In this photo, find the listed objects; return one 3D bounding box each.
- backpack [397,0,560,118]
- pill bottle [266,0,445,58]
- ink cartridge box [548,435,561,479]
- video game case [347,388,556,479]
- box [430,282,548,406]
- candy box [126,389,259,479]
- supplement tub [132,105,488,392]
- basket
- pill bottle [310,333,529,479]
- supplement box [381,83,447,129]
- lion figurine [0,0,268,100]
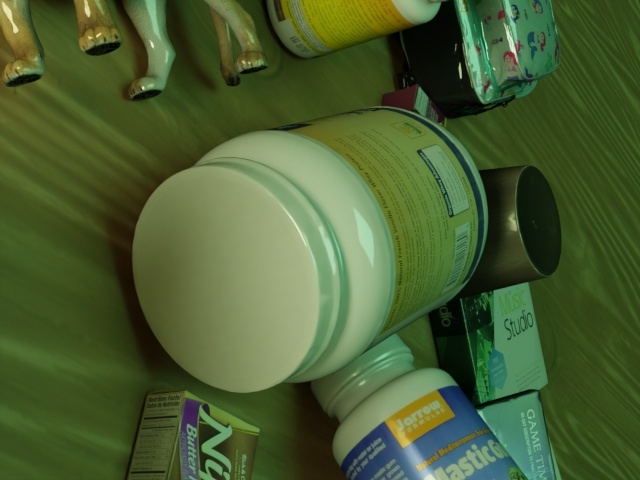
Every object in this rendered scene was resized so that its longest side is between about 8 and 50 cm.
[{"bbox_3d":[0.229,-0.295,1.389,0.253,0.191,0.225,-18,95,-61],"label":"backpack"},{"bbox_3d":[0.053,-0.284,1.093,0.117,0.215,0.117,19,66,-52],"label":"pill bottle"},{"bbox_3d":[0.261,0.397,1.313,0.189,0.097,0.255,-32,107,-54],"label":"ink cartridge box"},{"bbox_3d":[0.164,0.301,1.151,0.274,0.026,0.196,-11,90,-28],"label":"video game case"},{"bbox_3d":[0.229,0.080,1.387,0.232,0.058,0.322,-15,93,-56],"label":"box"},{"bbox_3d":[-0.118,0.236,0.849,0.109,0.053,0.186,39,52,-43],"label":"candy box"},{"bbox_3d":[0.000,0.000,0.926,0.316,0.228,0.228,-22,99,-56],"label":"supplement tub"},{"bbox_3d":[0.151,-0.004,1.147,0.154,0.227,0.204,59,40,-27],"label":"basket"},{"bbox_3d":[0.107,0.228,1.008,0.152,0.152,0.272,2,47,-55],"label":"pill bottle"},{"bbox_3d":[0.125,-0.162,1.306,0.083,0.055,0.043,40,50,-42],"label":"supplement box"},{"bbox_3d":[-0.189,-0.254,0.836,0.392,0.142,0.240,-3,76,-70],"label":"lion figurine"}]
